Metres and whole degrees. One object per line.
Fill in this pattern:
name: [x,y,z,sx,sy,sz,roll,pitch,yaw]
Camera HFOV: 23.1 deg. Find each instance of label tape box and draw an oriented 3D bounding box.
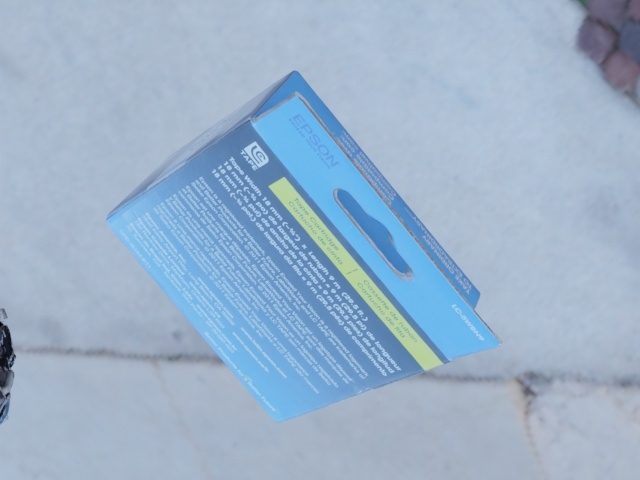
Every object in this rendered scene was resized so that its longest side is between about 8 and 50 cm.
label tape box: [0.000,0.000,1.254,0.240,0.106,0.333,50,145,-9]

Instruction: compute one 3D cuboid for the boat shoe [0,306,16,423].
boat shoe: [-0.112,0.047,0.473,0.038,0.046,0.125,60,177,-3]
